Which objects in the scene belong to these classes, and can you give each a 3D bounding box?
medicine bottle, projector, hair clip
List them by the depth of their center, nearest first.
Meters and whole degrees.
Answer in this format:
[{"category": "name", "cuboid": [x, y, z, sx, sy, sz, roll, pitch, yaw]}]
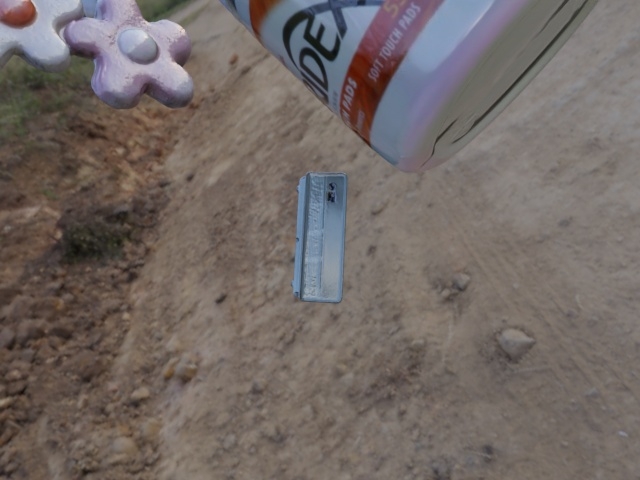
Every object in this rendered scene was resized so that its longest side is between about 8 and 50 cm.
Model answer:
[{"category": "medicine bottle", "cuboid": [0.071, -0.216, 0.550, 0.252, 0.241, 0.252, -41, -13, -12]}, {"category": "hair clip", "cuboid": [-0.248, -0.202, 0.703, 0.075, 0.256, 0.146, 124, 152, -52]}, {"category": "projector", "cuboid": [0.000, 0.000, 0.841, 0.115, 0.061, 0.147, 65, -152, -85]}]
